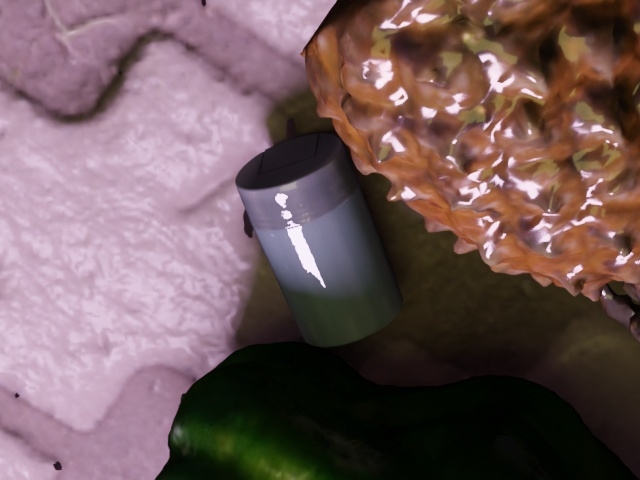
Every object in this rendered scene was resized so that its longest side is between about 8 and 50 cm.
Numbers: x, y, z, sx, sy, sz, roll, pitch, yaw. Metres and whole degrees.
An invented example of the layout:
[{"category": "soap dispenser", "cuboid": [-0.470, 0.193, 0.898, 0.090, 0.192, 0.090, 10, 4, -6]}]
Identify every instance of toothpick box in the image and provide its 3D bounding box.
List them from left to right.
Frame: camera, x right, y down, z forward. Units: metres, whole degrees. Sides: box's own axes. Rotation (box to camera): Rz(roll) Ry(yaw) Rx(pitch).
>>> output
[{"category": "toothpick box", "cuboid": [0.000, 0.000, 0.887, 0.052, 0.052, 0.083, -14, 114, 18]}]

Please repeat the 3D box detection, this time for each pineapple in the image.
[{"category": "pineapple", "cuboid": [0.152, -0.009, 0.796, 0.169, 0.169, 0.340, -38, 107, 25]}]

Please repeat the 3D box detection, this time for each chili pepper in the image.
[{"category": "chili pepper", "cuboid": [0.094, 0.157, 0.860, 0.385, 0.213, 0.167, 18, 124, 12]}]
